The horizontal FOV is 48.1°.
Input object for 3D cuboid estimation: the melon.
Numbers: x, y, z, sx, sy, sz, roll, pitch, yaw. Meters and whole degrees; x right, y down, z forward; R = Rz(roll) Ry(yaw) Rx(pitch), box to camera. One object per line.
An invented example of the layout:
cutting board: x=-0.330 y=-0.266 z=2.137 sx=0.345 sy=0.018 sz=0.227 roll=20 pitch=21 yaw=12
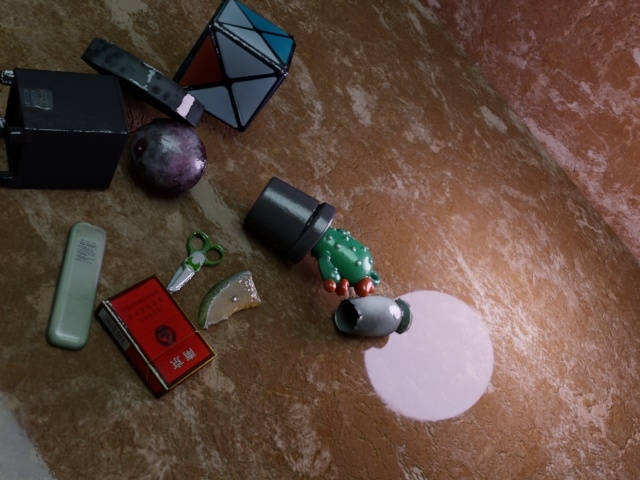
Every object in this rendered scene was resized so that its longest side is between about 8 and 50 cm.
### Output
melon: x=-0.233 y=0.144 z=1.746 sx=0.182 sy=0.054 sz=0.098 roll=-23 pitch=90 yaw=-43

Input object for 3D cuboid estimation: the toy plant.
toy plant: x=0.000 y=-0.002 z=1.914 sx=0.400 sy=0.185 sz=0.279 roll=34 pitch=3 yaw=-5

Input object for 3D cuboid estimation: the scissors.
scissors: x=-0.316 y=0.060 z=1.748 sx=0.101 sy=0.027 sz=0.204 roll=39 pitch=43 yaw=-4

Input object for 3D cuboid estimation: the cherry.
cherry: x=-0.383 y=-0.211 z=1.788 sx=0.195 sy=0.195 sz=0.195 roll=19 pitch=51 yaw=-24

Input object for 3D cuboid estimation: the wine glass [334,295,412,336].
wine glass: x=0.146 y=0.202 z=1.919 sx=0.204 sy=0.111 sz=0.111 roll=6 pitch=57 yaw=-37

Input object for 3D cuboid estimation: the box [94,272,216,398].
box: x=-0.362 y=0.207 z=1.578 sx=0.240 sy=0.074 sz=0.153 roll=53 pitch=40 yaw=5

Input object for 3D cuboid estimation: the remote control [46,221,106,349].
remote control: x=-0.528 y=0.092 z=1.567 sx=0.090 sy=0.038 sz=0.309 roll=18 pitch=52 yaw=-27

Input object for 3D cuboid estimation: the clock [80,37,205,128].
clock: x=-0.440 y=-0.391 z=1.797 sx=0.325 sy=0.325 sz=0.067 roll=31 pitch=88 yaw=-14

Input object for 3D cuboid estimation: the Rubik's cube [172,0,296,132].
Rubik's cube: x=-0.240 y=-0.494 z=2.010 sx=0.248 sy=0.250 sz=0.246 roll=31 pitch=33 yaw=-17

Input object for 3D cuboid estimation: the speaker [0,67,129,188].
speaker: x=-0.594 y=-0.248 z=1.626 sx=0.254 sy=0.232 sz=0.184 roll=-3 pitch=61 yaw=-31
